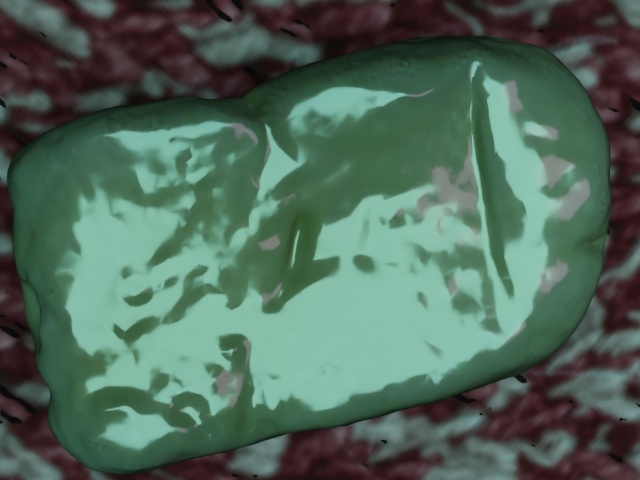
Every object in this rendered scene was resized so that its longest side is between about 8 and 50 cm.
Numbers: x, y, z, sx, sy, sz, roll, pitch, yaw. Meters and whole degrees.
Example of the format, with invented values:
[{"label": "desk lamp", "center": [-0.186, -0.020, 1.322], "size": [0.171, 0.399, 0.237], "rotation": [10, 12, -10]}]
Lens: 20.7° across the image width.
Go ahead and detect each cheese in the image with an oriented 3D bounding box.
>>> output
[{"label": "cheese", "center": [0.000, 0.000, 0.766], "size": [0.263, 0.093, 0.159], "rotation": [-11, 101, -5]}]
